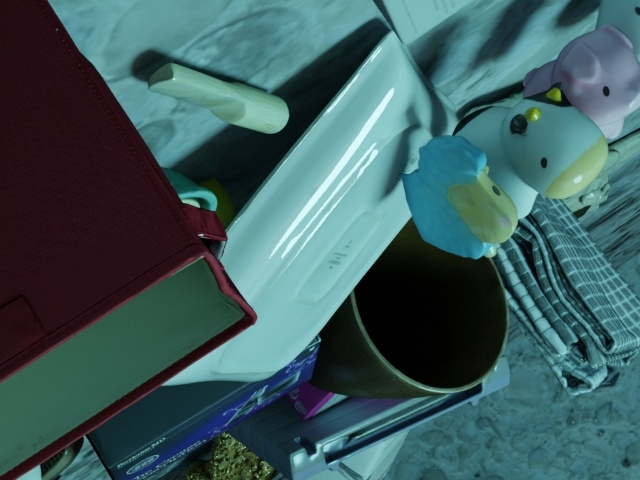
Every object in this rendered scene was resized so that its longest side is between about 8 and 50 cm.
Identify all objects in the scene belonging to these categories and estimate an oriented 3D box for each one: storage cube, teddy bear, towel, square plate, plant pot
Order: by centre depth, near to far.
[{"bbox_3d":[-0.172,0.000,0.697,0.215,0.193,0.183,-32,166,-3],"label":"storage cube"},{"bbox_3d":[0.000,0.000,1.188,0.344,0.049,0.347,-51,167,5],"label":"square plate"},{"bbox_3d":[0.065,0.100,1.604,0.215,0.215,0.230,-23,175,-37],"label":"plant pot"},{"bbox_3d":[0.297,0.047,1.722,0.121,0.284,0.235,-39,166,16],"label":"towel"},{"bbox_3d":[-0.109,0.328,2.175,0.338,0.113,0.245,-51,166,30],"label":"teddy bear"}]

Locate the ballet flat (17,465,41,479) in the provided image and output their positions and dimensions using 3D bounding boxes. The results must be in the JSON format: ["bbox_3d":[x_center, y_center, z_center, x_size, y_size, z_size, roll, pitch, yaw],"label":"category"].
[{"bbox_3d":[-0.370,0.254,1.240,0.139,0.139,0.400,-38,165,17],"label":"ballet flat"}]

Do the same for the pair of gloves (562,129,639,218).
[{"bbox_3d":[0.382,-0.070,2.019,0.204,0.042,0.240,-25,163,-29],"label":"pair of gloves"}]

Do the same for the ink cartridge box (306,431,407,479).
[{"bbox_3d":[0.070,0.288,2.136,0.198,0.115,0.273,-39,158,-53],"label":"ink cartridge box"}]

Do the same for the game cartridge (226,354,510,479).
[{"bbox_3d":[0.054,0.209,1.882,0.355,0.068,0.230,-21,-160,-26],"label":"game cartridge"}]

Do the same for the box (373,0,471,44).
[{"bbox_3d":[0.085,-0.210,0.775,0.170,0.091,0.130,-34,166,4],"label":"box"}]

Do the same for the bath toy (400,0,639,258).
[{"bbox_3d":[0.216,-0.126,1.184,0.348,0.151,0.129,-41,128,-31],"label":"bath toy"}]

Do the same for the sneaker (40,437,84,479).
[{"bbox_3d":[-0.335,0.270,1.500,0.188,0.066,0.071,-35,167,9],"label":"sneaker"}]

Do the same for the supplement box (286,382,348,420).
[{"bbox_3d":[0.050,0.130,1.800,0.220,0.111,0.114,-23,164,-34],"label":"supplement box"}]

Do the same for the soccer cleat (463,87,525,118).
[{"bbox_3d":[0.222,-0.137,1.413,0.196,0.076,0.068,-3,-170,-38],"label":"soccer cleat"}]

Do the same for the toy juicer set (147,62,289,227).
[{"bbox_3d":[-0.114,-0.010,1.011,0.209,0.089,0.329,-16,157,-51],"label":"toy juicer set"}]

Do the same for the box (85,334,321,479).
[{"bbox_3d":[-0.138,0.160,1.511,0.261,0.103,0.184,-30,163,-13],"label":"box"}]
